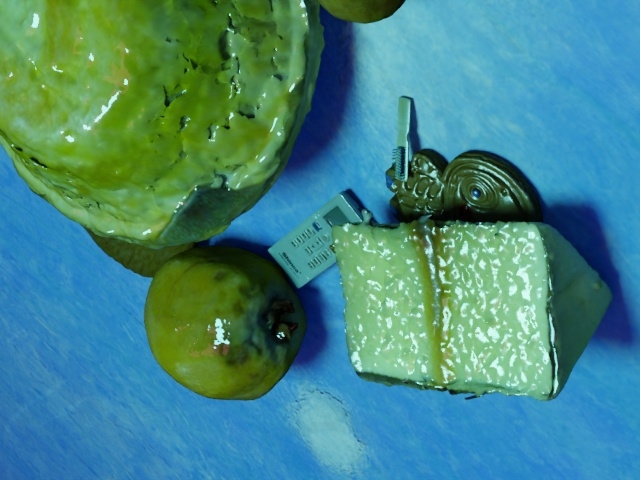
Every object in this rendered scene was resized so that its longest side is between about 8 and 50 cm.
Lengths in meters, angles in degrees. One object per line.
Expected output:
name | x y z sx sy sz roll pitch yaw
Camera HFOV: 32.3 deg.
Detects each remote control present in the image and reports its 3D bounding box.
remote control | 0.000 0.000 1.248 0.061 0.029 0.162 51 136 -3

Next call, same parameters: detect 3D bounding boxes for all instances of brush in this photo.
brush | 0.080 -0.100 1.087 0.016 0.013 0.084 19 112 46

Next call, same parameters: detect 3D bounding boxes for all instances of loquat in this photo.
loquat | -0.116 0.098 1.332 0.234 0.176 0.187 5 139 45

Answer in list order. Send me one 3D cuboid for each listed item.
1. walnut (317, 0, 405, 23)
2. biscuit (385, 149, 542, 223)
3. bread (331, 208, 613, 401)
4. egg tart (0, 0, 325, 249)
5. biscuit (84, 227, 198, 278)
walnut | 0.038 -0.279 0.927 0.115 0.116 0.207 26 131 28
biscuit | 0.137 -0.032 1.091 0.175 0.026 0.124 12 126 38
bread | 0.141 0.064 1.082 0.266 0.141 0.178 2 87 48
egg tart | -0.210 -0.203 1.093 0.443 0.178 0.443 7 105 27
biscuit | -0.250 -0.066 1.433 0.262 0.037 0.262 25 135 28
